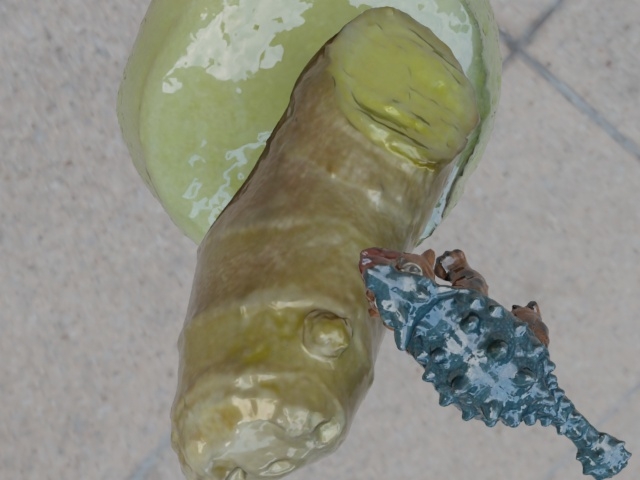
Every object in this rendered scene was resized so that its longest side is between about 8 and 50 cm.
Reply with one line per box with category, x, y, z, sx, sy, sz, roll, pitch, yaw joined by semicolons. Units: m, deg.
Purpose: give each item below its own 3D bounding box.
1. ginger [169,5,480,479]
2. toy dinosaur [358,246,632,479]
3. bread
ginger;0.000;0.000;0.962;0.126;0.190;0.354;34;68;-15
toy dinosaur;0.067;0.046;0.592;0.154;0.055;0.049;38;101;-26
bread;-0.004;-0.130;1.231;0.320;0.237;0.320;-4;111;-10
